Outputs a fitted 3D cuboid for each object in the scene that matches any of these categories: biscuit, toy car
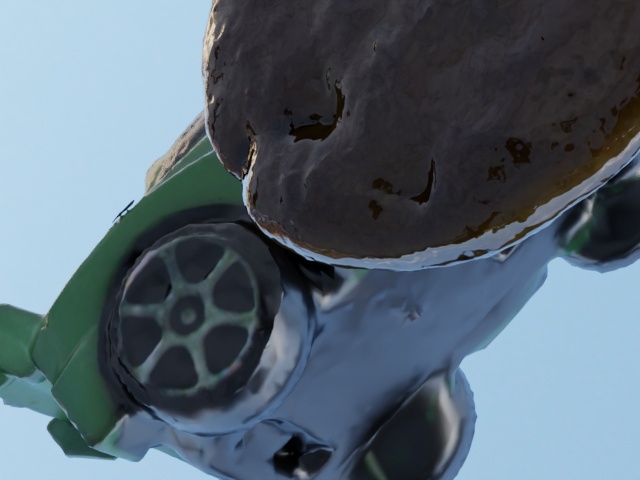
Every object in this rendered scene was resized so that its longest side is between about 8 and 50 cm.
[{"bbox_3d":[0.042,-0.087,0.626,0.212,0.036,0.212,-20,-122,36],"label":"biscuit"},{"bbox_3d":[0.000,0.000,0.920,0.358,0.213,0.176,-49,-122,5],"label":"toy car"}]
